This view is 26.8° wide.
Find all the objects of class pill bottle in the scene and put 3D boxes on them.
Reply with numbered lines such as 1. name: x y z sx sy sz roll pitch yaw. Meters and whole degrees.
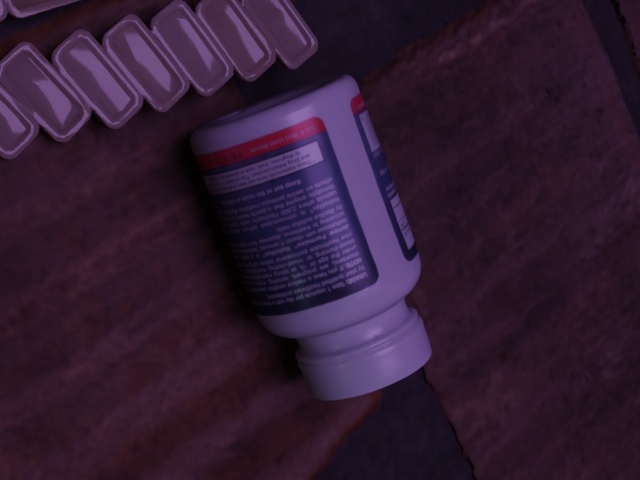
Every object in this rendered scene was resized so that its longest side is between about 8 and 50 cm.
1. pill bottle: 0.000 0.000 0.819 0.108 0.108 0.180 -27 102 -35

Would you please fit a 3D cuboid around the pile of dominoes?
1. pile of dominoes: -0.135 -0.164 0.793 0.251 0.040 0.196 -23 100 -28
